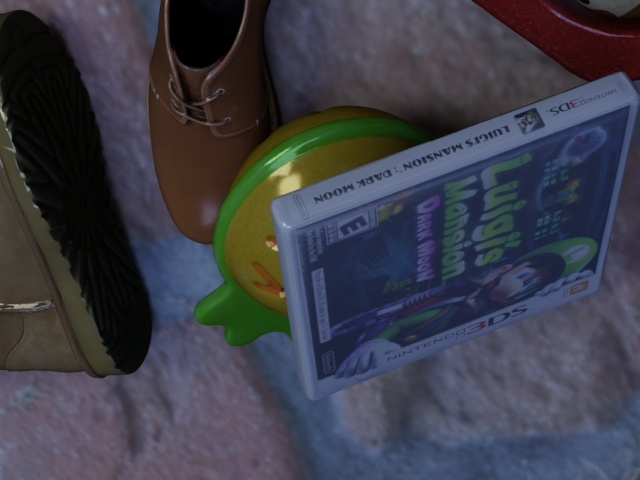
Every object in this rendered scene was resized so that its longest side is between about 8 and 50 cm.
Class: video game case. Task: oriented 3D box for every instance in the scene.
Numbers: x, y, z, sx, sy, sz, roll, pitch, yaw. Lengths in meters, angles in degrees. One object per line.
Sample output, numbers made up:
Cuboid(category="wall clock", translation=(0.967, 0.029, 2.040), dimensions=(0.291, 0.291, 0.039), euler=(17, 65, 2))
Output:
Cuboid(category="video game case", translation=(0.066, 0.005, 0.771), dimensions=(0.173, 0.022, 0.190), euler=(-21, 151, -8))

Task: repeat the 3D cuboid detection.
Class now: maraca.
Cuboid(category="maraca", translation=(0.000, 0.000, 0.841), dimensions=(0.127, 0.099, 0.185), euler=(4, 139, -23))

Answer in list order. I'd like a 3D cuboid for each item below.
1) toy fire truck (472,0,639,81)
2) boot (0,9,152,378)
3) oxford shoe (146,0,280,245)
Cuboid(category="toy fire truck", translation=(0.181, -0.151, 0.672), dimensions=(0.302, 0.169, 0.254), euler=(-10, 131, 34))
Cuboid(category="boot", translation=(-0.256, -0.003, 0.912), dimensions=(0.270, 0.089, 0.236), euler=(-5, 115, 19))
Cuboid(category="oxford shoe", translation=(-0.063, -0.082, 0.828), dimensions=(0.076, 0.076, 0.212), euler=(8, 121, 8))
